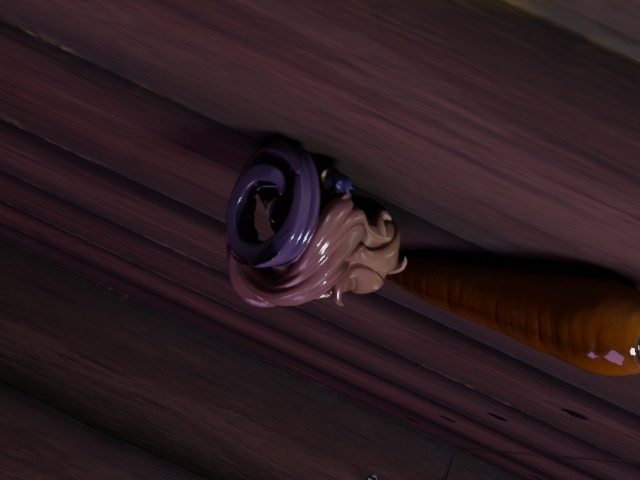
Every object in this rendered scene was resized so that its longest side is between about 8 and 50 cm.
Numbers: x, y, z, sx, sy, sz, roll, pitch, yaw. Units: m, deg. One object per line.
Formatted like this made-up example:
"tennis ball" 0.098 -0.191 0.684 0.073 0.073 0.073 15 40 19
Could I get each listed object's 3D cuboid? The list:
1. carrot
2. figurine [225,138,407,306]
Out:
"carrot" 0.144 0.043 0.721 0.069 0.069 0.336 34 170 -35
"figurine" -0.001 0.005 0.699 0.157 0.126 0.114 34 -153 -30
